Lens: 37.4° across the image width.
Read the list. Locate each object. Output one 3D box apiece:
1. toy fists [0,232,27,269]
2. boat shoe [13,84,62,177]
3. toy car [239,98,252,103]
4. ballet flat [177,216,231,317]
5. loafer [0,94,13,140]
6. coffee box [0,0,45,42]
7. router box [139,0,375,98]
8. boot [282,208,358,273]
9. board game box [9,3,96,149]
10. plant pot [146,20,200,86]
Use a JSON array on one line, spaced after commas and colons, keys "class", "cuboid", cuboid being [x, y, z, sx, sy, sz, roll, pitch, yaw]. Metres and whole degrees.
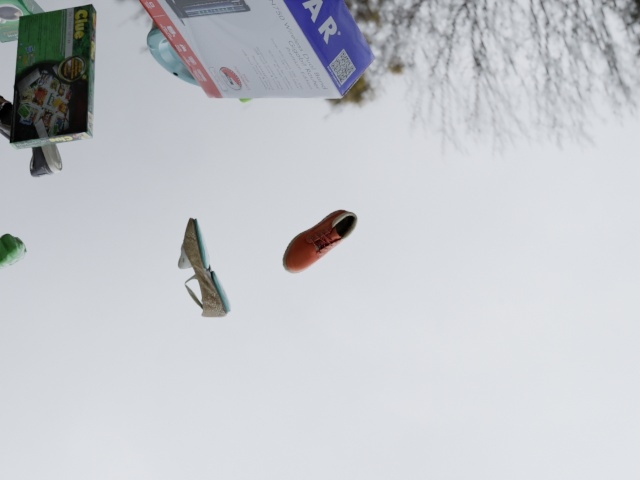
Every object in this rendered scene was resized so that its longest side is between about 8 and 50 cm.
[{"class": "toy fists", "cuboid": [-0.890, 0.049, 2.402, 0.279, 0.096, 0.142, -15, -171, -1]}, {"class": "boat shoe", "cuboid": [-0.582, -0.224, 1.892, 0.065, 0.206, 0.075, -21, 177, 9]}, {"class": "toy car", "cuboid": [-0.151, -0.462, 2.383, 0.155, 0.149, 0.188, -18, -137, 13]}, {"class": "ballet flat", "cuboid": [-0.233, 0.059, 1.796, 0.067, 0.206, 0.073, -17, -166, 5]}, {"class": "loafer", "cuboid": [-0.718, -0.295, 2.097, 0.078, 0.220, 0.080, -32, -149, 54]}, {"class": "coffee box", "cuboid": [-0.598, -0.441, 1.761, 0.113, 0.184, 0.040, -6, -116, 18]}, {"class": "router box", "cuboid": [-0.128, -0.336, 1.215, 0.301, 0.335, 0.082, 9, -127, 49]}, {"class": "boot", "cuboid": [0.000, 0.000, 1.668, 0.158, 0.059, 0.084, -42, -169, -11]}, {"class": "board game box", "cuboid": [-0.447, -0.278, 1.591, 0.136, 0.030, 0.260, -8, -115, 9]}, {"class": "plant pot", "cuboid": [-0.203, -0.443, 1.827, 0.271, 0.271, 0.255, 2, -119, 40]}]
